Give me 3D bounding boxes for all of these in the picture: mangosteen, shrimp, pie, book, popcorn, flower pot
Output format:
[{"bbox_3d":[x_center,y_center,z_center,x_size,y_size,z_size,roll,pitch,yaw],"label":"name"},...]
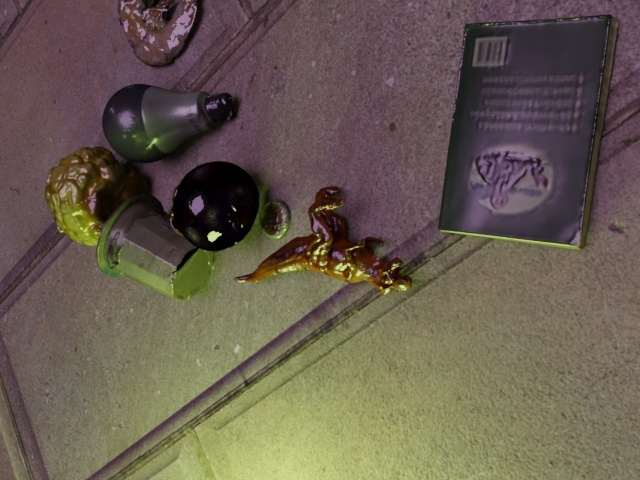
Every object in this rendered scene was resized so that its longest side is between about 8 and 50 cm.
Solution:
[{"bbox_3d":[-0.237,-0.076,1.519,0.231,0.194,0.194,10,95,48],"label":"mangosteen"},{"bbox_3d":[-0.389,-0.600,1.701,0.247,0.085,0.359,4,98,32],"label":"shrimp"},{"bbox_3d":[-0.098,-0.044,1.514,0.085,0.017,0.085,-1,89,36],"label":"pie"},{"bbox_3d":[0.338,-0.183,1.191,0.261,0.043,0.370,10,93,38],"label":"book"},{"bbox_3d":[-0.538,-0.093,1.730,0.251,0.206,0.237,43,99,16],"label":"popcorn"},{"bbox_3d":[-0.359,0.024,1.604,0.203,0.212,0.212,24,103,24],"label":"flower pot"}]

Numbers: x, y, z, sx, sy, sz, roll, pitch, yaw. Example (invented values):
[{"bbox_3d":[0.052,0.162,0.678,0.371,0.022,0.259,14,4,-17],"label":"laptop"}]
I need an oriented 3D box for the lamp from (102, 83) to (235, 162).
[{"bbox_3d":[-0.346,-0.262,1.632,0.314,0.182,0.181,7,94,12],"label":"lamp"}]

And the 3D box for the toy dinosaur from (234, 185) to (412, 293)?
[{"bbox_3d":[0.000,0.000,1.401,0.432,0.097,0.208,6,102,40],"label":"toy dinosaur"}]
